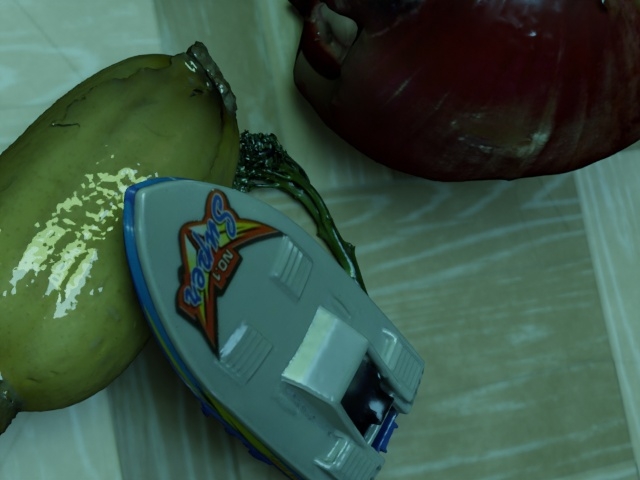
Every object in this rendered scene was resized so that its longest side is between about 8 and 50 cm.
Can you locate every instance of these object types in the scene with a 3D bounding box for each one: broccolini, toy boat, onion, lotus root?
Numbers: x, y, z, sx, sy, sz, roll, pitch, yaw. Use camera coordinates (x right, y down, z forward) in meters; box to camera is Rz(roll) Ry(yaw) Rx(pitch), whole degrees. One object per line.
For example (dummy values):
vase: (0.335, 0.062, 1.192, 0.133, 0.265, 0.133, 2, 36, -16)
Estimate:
broccolini: (0.003, -0.005, 0.946, 0.194, 0.054, 0.052, 51, 46, -9)
toy boat: (-0.033, 0.056, 0.820, 0.295, 0.088, 0.129, 49, 61, -41)
onion: (0.141, -0.207, 0.891, 0.341, 0.341, 0.341, 5, 78, -23)
lotus root: (-0.154, 0.000, 0.824, 0.146, 0.131, 0.303, 33, 68, 1)
